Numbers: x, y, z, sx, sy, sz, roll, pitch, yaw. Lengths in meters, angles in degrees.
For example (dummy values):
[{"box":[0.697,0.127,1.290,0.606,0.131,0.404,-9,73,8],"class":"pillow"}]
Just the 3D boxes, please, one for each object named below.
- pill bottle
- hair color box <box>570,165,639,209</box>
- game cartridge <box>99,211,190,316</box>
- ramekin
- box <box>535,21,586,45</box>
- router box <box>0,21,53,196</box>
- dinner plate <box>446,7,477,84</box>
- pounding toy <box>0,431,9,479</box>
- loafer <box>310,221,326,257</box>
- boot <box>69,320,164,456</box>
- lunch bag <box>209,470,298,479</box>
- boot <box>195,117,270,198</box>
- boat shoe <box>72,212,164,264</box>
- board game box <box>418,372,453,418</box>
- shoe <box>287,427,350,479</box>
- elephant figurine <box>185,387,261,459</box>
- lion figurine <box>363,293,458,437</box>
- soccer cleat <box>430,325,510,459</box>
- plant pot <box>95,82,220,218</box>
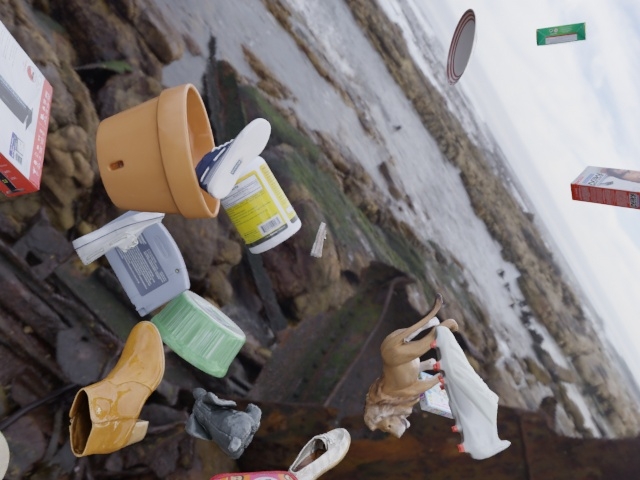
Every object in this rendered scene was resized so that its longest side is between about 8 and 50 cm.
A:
[{"box":[-0.218,-0.141,1.871,0.334,0.188,0.188,60,18,-10],"class":"pill bottle"},{"box":[0.698,-0.128,1.429,0.093,0.167,0.053,-39,125,-28],"class":"hair color box"},{"box":[-0.530,0.055,1.818,0.297,0.198,0.062,60,-2,4],"class":"game cartridge"},{"box":[-0.392,0.297,1.971,0.303,0.148,0.303,38,-4,3],"class":"ramekin"},{"box":[0.561,-0.476,1.388,0.179,0.105,0.043,-37,124,-59],"class":"box"},{"box":[-0.741,-0.320,1.360,0.301,0.082,0.335,71,9,-59],"class":"router box"},{"box":[0.270,-0.364,1.135,0.017,0.141,0.141,9,35,-9],"class":"dinner plate"},{"box":[-0.733,0.406,1.156,0.237,0.183,0.110,32,-11,-32],"class":"pounding toy"},{"box":[0.000,0.000,2.068,0.039,0.125,0.045,19,-15,-3],"class":"loafer"},{"box":[-0.450,0.319,1.327,0.211,0.104,0.295,34,58,-68],"class":"boot"},{"box":[-0.166,0.662,1.309,0.120,0.258,0.293,-152,-118,-80],"class":"lunch bag"},{"box":[-0.187,-0.180,1.222,0.086,0.190,0.069,31,-10,34],"class":"boot"},{"box":[-0.556,-0.010,1.683,0.096,0.268,0.088,-166,-127,-81],"class":"boat shoe"},{"box":[0.330,0.436,1.687,0.154,0.026,0.103,27,40,-36],"class":"board game box"},{"box":[-0.001,0.515,1.444,0.219,0.077,0.058,-31,123,-45],"class":"shoe"},{"box":[-0.305,0.507,1.716,0.239,0.186,0.169,29,48,11],"class":"elephant figurine"},{"box":[0.211,0.320,1.526,0.142,0.240,0.392,-128,-155,-54],"class":"lion figurine"},{"box":[0.217,0.218,0.883,0.068,0.076,0.196,70,6,-75],"class":"soccer cleat"},{"box":[-0.350,-0.180,1.304,0.291,0.204,0.290,-8,90,-89],"class":"plant pot"}]
